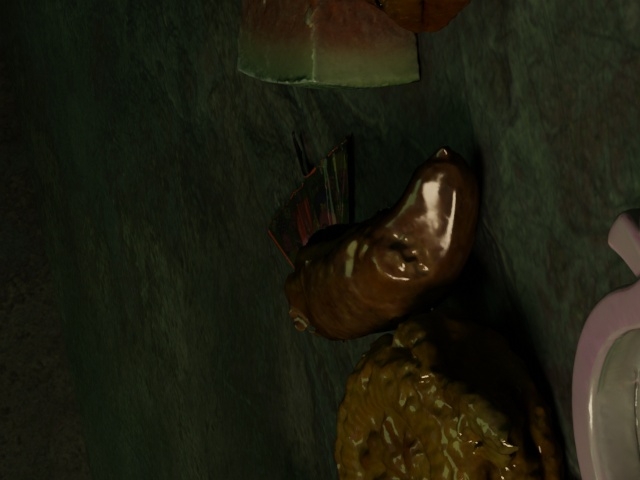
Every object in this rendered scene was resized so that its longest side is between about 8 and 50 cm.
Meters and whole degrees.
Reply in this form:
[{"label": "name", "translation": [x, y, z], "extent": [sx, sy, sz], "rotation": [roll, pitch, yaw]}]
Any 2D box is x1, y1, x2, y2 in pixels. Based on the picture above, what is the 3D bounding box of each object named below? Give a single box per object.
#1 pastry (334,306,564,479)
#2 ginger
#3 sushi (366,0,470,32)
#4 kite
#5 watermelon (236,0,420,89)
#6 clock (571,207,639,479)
[{"label": "pastry", "translation": [0.109, 0.171, 1.383], "extent": [0.240, 0.132, 0.235], "rotation": [46, 134, 49]}, {"label": "ginger", "translation": [0.049, 0.022, 1.466], "extent": [0.107, 0.133, 0.309], "rotation": [52, 160, -2]}, {"label": "sushi", "translation": [0.060, -0.252, 1.233], "extent": [0.287, 0.149, 0.140], "rotation": [107, 151, -65]}, {"label": "kite", "translation": [0.000, 0.000, 1.773], "extent": [0.321, 0.016, 0.234], "rotation": [134, 122, -69]}, {"label": "watermelon", "translation": [0.002, -0.263, 1.494], "extent": [0.193, 0.139, 0.257], "rotation": [19, 110, 60]}, {"label": "clock", "translation": [0.255, 0.114, 0.931], "extent": [0.338, 0.102, 0.338], "rotation": [171, 90, -72]}]
